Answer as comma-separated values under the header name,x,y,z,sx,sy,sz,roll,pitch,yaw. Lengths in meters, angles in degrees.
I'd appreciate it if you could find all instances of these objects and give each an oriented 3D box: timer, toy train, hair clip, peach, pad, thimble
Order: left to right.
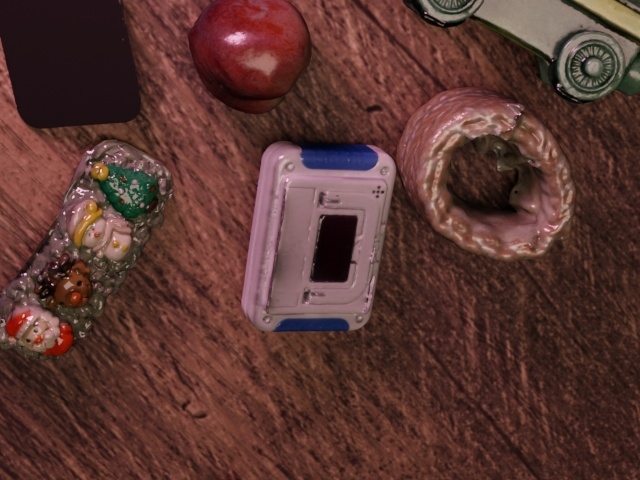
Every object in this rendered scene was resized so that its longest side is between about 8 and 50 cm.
name,x,y,z,sx,sy,sz,roll,pitch,yaw
hair clip,-0.308,0.030,1.564,0.138,0.091,0.321,29,105,-19
pad,-0.233,-0.272,1.484,0.323,0.055,0.250,-10,111,-5
peach,-0.092,-0.226,1.480,0.152,0.152,0.152,-3,110,-7
timer,0.000,0.000,1.589,0.178,0.078,0.253,0,110,-22
thimble,0.213,-0.081,1.569,0.196,0.148,0.229,-31,109,4
toy train,0.266,-0.324,1.476,0.369,0.150,0.237,27,100,-10

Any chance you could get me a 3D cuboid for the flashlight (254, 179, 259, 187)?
name,x,y,z,sx,sy,sz,roll,pitch,yaw
flashlight,-0.059,-0.046,1.610,0.018,0.018,0.083,-31,111,-1
